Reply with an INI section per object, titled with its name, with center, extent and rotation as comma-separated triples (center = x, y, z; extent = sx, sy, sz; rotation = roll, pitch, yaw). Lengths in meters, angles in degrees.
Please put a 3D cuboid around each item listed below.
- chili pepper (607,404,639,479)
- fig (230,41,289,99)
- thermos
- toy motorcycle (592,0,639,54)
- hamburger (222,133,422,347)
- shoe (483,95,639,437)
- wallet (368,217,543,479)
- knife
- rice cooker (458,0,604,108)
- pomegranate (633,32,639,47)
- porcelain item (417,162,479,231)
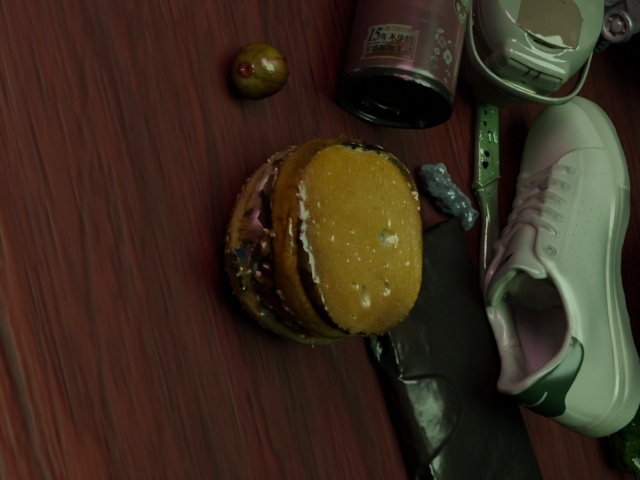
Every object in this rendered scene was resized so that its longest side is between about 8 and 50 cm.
[chili pepper]
center = 0.316, 0.184, 1.582
extent = 0.122, 0.065, 0.279
rotation = -48, 116, -24
[fig]
center = -0.047, -0.151, 1.278
extent = 0.083, 0.050, 0.050
rotation = -26, 103, -65
[thermos]
center = 0.107, -0.273, 1.403
extent = 0.136, 0.109, 0.330
rotation = 27, 65, -37
[toy motorcycle]
center = 0.337, -0.310, 1.550
extent = 0.110, 0.260, 0.171
rotation = -22, 86, -44
[hamburger]
center = 0.005, -0.005, 1.251
extent = 0.182, 0.118, 0.191
rotation = 33, 65, -42
[shoe]
center = 0.222, 0.009, 1.449
extent = 0.160, 0.131, 0.363
rotation = 18, 61, -40
[wallet]
center = 0.131, 0.143, 1.412
extent = 0.165, 0.042, 0.310
rotation = -27, 103, -46
[knife]
center = 0.172, -0.048, 1.499
extent = 0.043, 0.020, 0.293
rotation = 15, 72, -47
[rice cooker]
center = 0.209, -0.229, 1.479
extent = 0.145, 0.127, 0.206
rotation = 19, 67, -15
[pomegranate]
center = 0.494, -0.319, 1.676
extent = 0.322, 0.322, 0.322
rotation = 9, 77, -45
[porcelain item]
center = 0.126, -0.045, 1.447
extent = 0.083, 0.028, 0.036
rotation = 49, 36, -27
